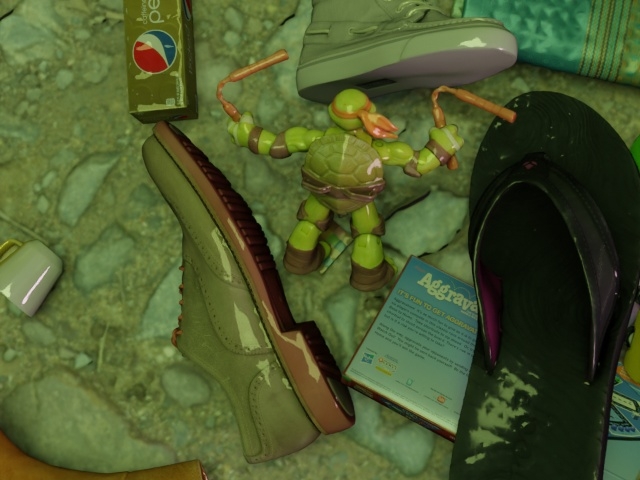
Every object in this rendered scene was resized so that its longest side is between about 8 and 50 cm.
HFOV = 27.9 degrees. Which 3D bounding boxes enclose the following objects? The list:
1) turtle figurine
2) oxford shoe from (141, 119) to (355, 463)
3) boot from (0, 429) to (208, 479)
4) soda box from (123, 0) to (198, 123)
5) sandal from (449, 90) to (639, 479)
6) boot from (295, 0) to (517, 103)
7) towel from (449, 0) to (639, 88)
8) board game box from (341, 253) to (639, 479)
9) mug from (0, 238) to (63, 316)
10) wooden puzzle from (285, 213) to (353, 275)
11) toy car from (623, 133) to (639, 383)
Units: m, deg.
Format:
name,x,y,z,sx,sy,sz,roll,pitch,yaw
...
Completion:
name,x,y,z,sx,sy,sz,roll,pitch,yaw
turtle figurine,0.036,-0.055,1.181,0.269,0.087,0.217,4,128,2
oxford shoe,-0.101,0.050,1.236,0.130,0.123,0.348,-30,80,9
boot,-0.216,0.248,1.246,0.211,0.104,0.295,-24,86,-1
soda box,-0.163,-0.214,1.304,0.061,0.058,0.181,-5,83,7
sandal,0.201,0.051,1.151,0.167,0.107,0.446,-2,66,21
boot,0.075,-0.208,1.205,0.258,0.095,0.123,-4,77,44
towel,0.324,-0.277,1.238,0.370,0.040,0.272,14,87,0
board game box,0.176,0.137,1.213,0.281,0.027,0.145,28,68,10
mug,-0.298,0.028,1.294,0.078,0.062,0.064,40,82,3
wooden puzzle,0.000,0.000,1.284,0.049,0.006,0.083,43,90,10
toy car,0.335,-0.011,1.176,0.053,0.239,0.225,8,49,-17
